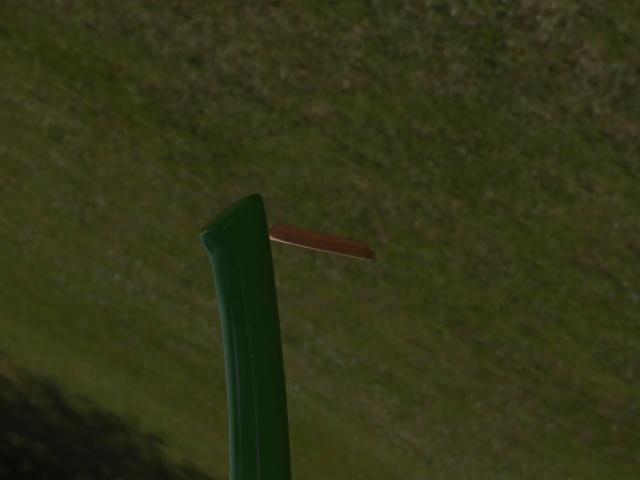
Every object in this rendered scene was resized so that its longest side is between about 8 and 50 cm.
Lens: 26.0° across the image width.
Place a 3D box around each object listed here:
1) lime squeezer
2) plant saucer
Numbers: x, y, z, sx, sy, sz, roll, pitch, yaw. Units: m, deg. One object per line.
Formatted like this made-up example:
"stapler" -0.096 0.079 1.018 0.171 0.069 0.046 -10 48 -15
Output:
"lime squeezer" 0.024 0.147 0.383 0.058 0.110 0.310 -26 103 40
"plant saucer" 0.000 0.000 1.016 0.083 0.013 0.083 13 -179 0
